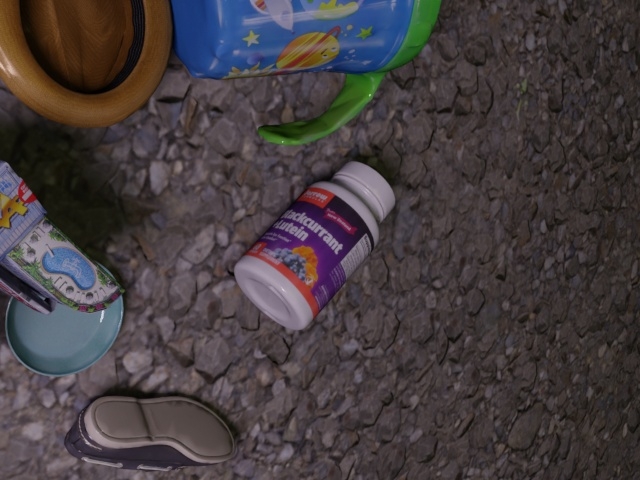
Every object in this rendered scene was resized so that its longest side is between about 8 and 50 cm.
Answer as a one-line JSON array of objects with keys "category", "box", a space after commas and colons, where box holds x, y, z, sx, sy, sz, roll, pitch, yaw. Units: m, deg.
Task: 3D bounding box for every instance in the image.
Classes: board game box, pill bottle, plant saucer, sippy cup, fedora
[{"category": "board game box", "box": [-0.256, -0.006, 0.641, 0.194, 0.194, 0.060, 49, 67, -28]}, {"category": "pill bottle", "box": [0.000, 0.000, 0.943, 0.193, 0.108, 0.108, -48, 127, -24]}, {"category": "plant saucer", "box": [-0.251, 0.072, 0.794, 0.119, 0.021, 0.119, -10, 105, -40]}, {"category": "sippy cup", "box": [-0.038, -0.259, 0.792, 0.224, 0.240, 0.306, -20, 88, -26]}, {"category": "fedora", "box": [-0.223, -0.196, 0.722, 0.194, 0.079, 0.194, -3, 95, -40]}]

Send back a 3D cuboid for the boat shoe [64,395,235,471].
[{"category": "boat shoe", "box": [-0.180, 0.213, 0.878, 0.065, 0.075, 0.206, -38, 143, 24]}]
